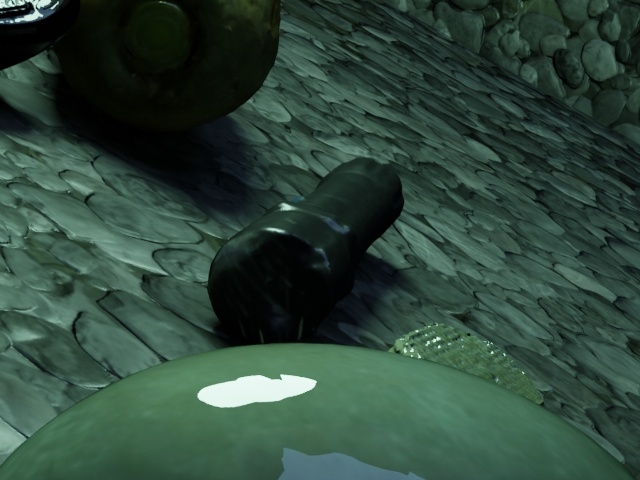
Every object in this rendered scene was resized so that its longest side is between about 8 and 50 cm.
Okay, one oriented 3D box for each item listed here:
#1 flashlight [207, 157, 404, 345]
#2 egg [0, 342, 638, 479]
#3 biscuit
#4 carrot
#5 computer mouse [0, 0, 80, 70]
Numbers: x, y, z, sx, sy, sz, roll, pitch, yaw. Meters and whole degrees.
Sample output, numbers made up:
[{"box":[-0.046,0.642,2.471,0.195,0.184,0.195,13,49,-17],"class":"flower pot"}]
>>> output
[{"box":[0.000,0.000,1.508,0.103,0.103,0.424,32,15,4],"class":"flashlight"},{"box":[0.010,0.170,0.708,0.352,0.258,0.258,23,16,-41],"class":"egg"},{"box":[0.128,0.138,1.391,0.147,0.046,0.250,22,18,-25],"class":"biscuit"},{"box":[-0.144,-0.228,1.697,0.224,0.224,0.340,28,15,-8],"class":"carrot"},{"box":[-0.317,-0.196,1.488,0.233,0.096,0.137,-13,56,-35],"class":"computer mouse"}]
